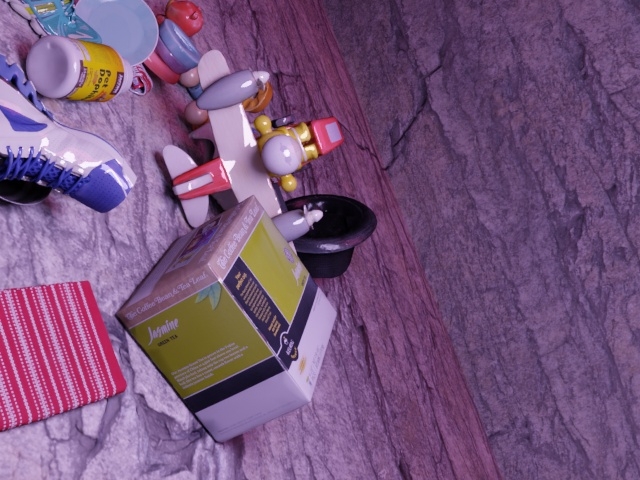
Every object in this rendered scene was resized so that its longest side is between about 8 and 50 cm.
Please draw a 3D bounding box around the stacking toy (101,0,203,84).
[{"bbox_3d":[-0.393,-0.546,1.879,0.279,0.130,0.309,45,17,-34],"label":"stacking toy"}]

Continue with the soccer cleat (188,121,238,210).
[{"bbox_3d":[-0.225,-0.125,1.868,0.143,0.116,0.331,-19,97,-28],"label":"soccer cleat"}]

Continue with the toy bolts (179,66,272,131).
[{"bbox_3d":[-0.262,-0.378,1.972,0.158,0.218,0.228,29,20,-45],"label":"toy bolts"}]

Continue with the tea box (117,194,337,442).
[{"bbox_3d":[-0.161,0.140,1.501,0.323,0.220,0.329,57,21,-15],"label":"tea box"}]

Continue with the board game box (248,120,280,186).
[{"bbox_3d":[-0.201,-0.279,2.196,0.281,0.027,0.145,41,31,-43],"label":"board game box"}]

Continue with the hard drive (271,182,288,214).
[{"bbox_3d":[-0.156,-0.106,2.012,0.135,0.022,0.094,-3,64,-39],"label":"hard drive"}]

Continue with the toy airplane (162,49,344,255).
[{"bbox_3d":[-0.146,-0.173,1.692,0.386,0.272,0.384,27,78,-25],"label":"toy airplane"}]

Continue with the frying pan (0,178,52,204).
[{"bbox_3d":[-0.492,-0.143,1.314,0.197,0.053,0.326,65,21,8],"label":"frying pan"}]

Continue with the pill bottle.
[{"bbox_3d":[-0.463,-0.333,1.527,0.117,0.117,0.215,63,21,3],"label":"pill bottle"}]

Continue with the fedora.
[{"bbox_3d":[0.000,0.000,2.086,0.334,0.334,0.152,-70,162,-63],"label":"fedora"}]

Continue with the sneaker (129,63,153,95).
[{"bbox_3d":[-0.429,-0.385,1.776,0.118,0.042,0.067,54,19,-25],"label":"sneaker"}]

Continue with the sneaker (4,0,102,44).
[{"bbox_3d":[-0.536,-0.474,1.546,0.275,0.110,0.107,43,28,-42],"label":"sneaker"}]

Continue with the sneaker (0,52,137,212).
[{"bbox_3d":[-0.455,-0.130,1.195,0.315,0.127,0.182,42,34,-22],"label":"sneaker"}]

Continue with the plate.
[{"bbox_3d":[-0.453,-0.467,1.716,0.188,0.024,0.188,5,78,-24],"label":"plate"}]

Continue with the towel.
[{"bbox_3d":[-0.411,0.162,1.161,0.275,0.031,0.199,-4,70,-65],"label":"towel"}]
